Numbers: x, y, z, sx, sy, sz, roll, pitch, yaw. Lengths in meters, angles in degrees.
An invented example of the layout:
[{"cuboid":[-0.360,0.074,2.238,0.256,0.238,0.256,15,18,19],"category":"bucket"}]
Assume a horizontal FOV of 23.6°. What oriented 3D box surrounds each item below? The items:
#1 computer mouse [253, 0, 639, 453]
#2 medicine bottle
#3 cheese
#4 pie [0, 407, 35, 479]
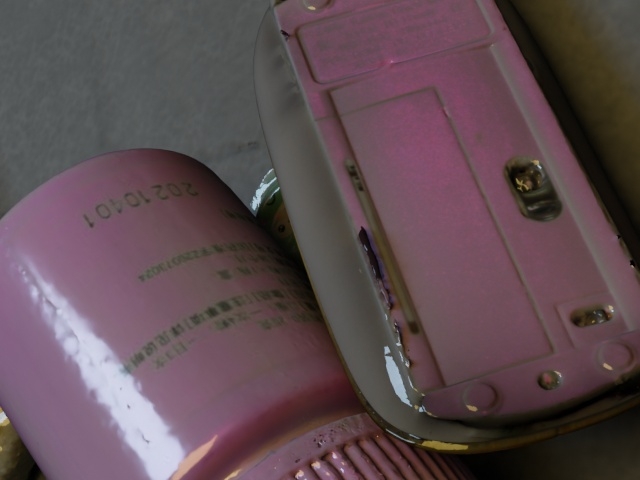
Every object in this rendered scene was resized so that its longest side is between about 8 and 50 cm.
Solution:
[{"cuboid":[0.064,-0.027,0.763,0.158,0.072,0.310,-16,53,-5],"category":"computer mouse"},{"cuboid":[-0.051,0.100,0.796,0.178,0.178,0.290,-54,54,14],"category":"medicine bottle"},{"cuboid":[0.000,0.000,0.881,0.121,0.026,0.067,43,106,37],"category":"cheese"},{"cuboid":[-0.257,0.103,1.048,0.195,0.046,0.195,-10,74,36],"category":"pie"}]
